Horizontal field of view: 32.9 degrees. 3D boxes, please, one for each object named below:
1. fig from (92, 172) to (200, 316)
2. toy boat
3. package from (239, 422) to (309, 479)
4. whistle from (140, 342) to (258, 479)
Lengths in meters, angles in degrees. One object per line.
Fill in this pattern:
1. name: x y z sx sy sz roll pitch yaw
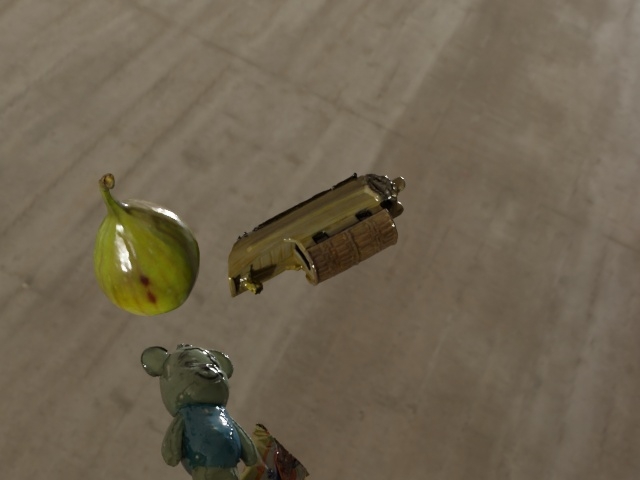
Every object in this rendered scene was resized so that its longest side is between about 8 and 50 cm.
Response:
1. fig: -0.138 -0.011 0.865 0.093 0.093 0.166 -59 -15 -44
2. toy boat: 0.000 0.000 1.175 0.226 0.088 0.068 -27 -33 -17
3. package: -0.060 0.302 1.368 0.031 0.108 0.121 -27 26 29
4. whistle: -0.123 0.203 1.166 0.077 0.114 0.236 -56 39 36
